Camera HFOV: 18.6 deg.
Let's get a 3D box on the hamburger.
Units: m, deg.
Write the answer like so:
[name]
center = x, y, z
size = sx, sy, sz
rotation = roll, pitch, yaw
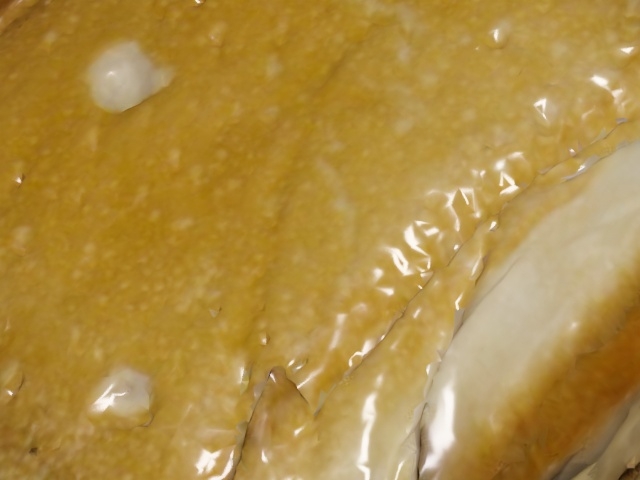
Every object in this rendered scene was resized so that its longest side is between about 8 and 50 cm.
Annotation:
[hamburger]
center = 0.002, -0.006, 0.639
size = 0.304, 0.174, 0.284
rotation = -40, 59, -17
